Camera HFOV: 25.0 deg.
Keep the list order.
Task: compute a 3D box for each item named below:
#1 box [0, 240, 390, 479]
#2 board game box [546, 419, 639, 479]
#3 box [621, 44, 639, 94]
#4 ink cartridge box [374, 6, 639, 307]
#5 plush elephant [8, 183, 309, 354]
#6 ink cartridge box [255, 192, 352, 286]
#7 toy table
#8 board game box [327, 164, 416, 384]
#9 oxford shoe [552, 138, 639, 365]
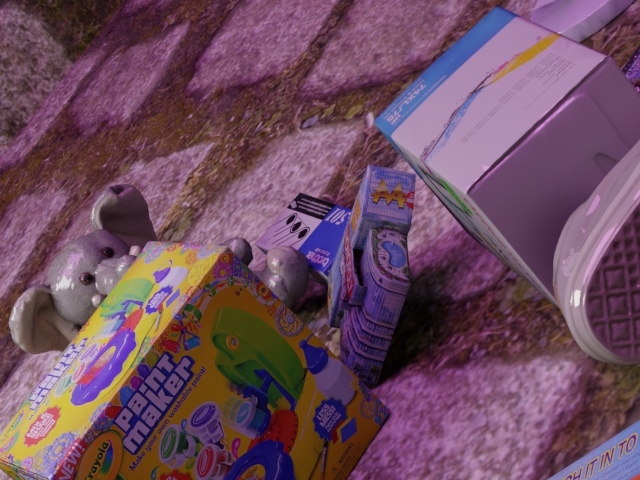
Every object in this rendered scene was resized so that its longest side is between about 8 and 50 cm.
[{"bbox_3d":[-0.135,0.200,1.505,0.177,0.279,0.290,3,52,56],"label":"box"},{"bbox_3d":[0.182,0.299,1.017,0.308,0.086,0.302,-47,16,48],"label":"board game box"},{"bbox_3d":[0.428,-0.217,1.597,0.233,0.044,0.159,-53,28,-19],"label":"box"},{"bbox_3d":[0.225,-0.091,1.521,0.197,0.198,0.270,-43,26,0],"label":"ink cartridge box"},{"bbox_3d":[-0.219,0.076,1.779,0.330,0.255,0.272,-1,57,50],"label":"plush elephant"},{"bbox_3d":[0.000,0.000,1.875,0.097,0.046,0.207,-50,27,-11],"label":"ink cartridge box"},{"bbox_3d":[0.337,-0.397,1.864,0.252,0.161,0.274,2,52,55],"label":"toy table"},{"bbox_3d":[0.058,0.025,1.622,0.194,0.060,0.194,-90,13,-56],"label":"board game box"},{"bbox_3d":[0.366,-0.073,1.359,0.449,0.169,0.130,-50,10,-10],"label":"oxford shoe"}]
